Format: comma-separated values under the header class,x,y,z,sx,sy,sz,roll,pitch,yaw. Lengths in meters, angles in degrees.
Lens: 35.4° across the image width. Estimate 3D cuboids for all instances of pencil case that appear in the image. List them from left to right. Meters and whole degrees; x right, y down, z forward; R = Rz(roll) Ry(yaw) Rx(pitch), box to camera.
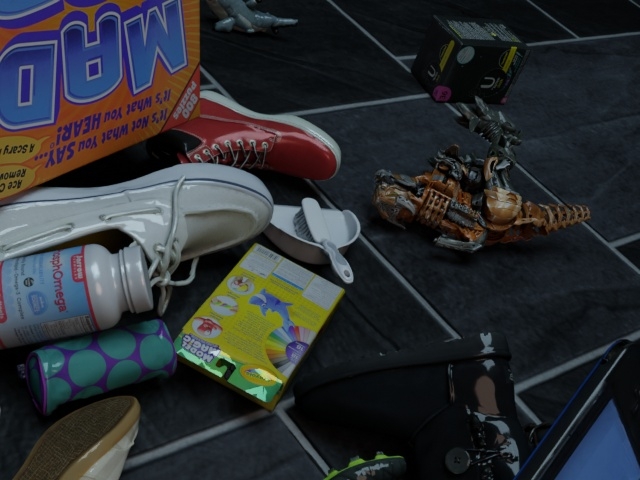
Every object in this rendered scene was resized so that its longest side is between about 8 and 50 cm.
class,x,y,z,sx,sy,sz,roll,pitch,yaw
pencil case,-0.221,0.127,1.011,0.152,0.070,0.064,-13,41,-37

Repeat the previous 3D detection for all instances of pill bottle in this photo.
class,x,y,z,sx,sy,sz,roll,pitch,yaw
pill bottle,-0.251,0.052,0.990,0.160,0.087,0.087,-11,43,-5

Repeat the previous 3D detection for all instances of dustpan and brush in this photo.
class,x,y,z,sx,sy,sz,roll,pitch,yaw
dustpan and brush,0.000,0.000,1.294,0.147,0.060,0.211,4,40,-23

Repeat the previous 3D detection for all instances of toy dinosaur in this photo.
class,x,y,z,sx,sy,sz,roll,pitch,yaw
toy dinosaur,0.230,-0.062,1.462,0.322,0.164,0.218,24,47,-29

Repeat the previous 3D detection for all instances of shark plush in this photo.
class,x,y,z,sx,sy,sz,roll,pitch,yaw
shark plush,-0.120,-0.388,1.719,0.161,0.067,0.073,19,36,-5

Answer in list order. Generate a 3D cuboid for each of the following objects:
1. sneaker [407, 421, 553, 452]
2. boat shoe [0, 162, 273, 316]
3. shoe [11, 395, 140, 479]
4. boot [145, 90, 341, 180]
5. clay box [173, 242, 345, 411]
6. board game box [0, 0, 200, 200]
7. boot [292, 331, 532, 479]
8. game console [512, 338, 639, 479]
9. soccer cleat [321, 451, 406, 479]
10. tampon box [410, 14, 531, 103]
class,x,y,z,sx,sy,sz,roll,pitch,yaw
sneaker,0.201,0.216,1.076,0.222,0.118,0.083,30,37,10
boat shoe,-0.207,0.010,1.115,0.367,0.135,0.156,-5,44,-27
shoe,-0.231,0.217,0.914,0.077,0.058,0.219,0,25,23
boot,-0.105,-0.112,1.366,0.244,0.088,0.176,19,36,10
clay box,-0.071,0.101,1.136,0.128,0.053,0.222,28,38,7
board game box,-0.387,-0.301,1.156,0.356,0.356,0.356,20,32,28
boot,0.098,0.218,1.023,0.247,0.094,0.207,-14,67,14
game console,0.298,0.284,0.905,0.173,0.250,0.293,16,56,46
soccer cleat,0.007,0.259,0.950,0.179,0.060,0.072,-21,63,-14
tampon box,0.268,-0.323,1.793,0.161,0.120,0.101,-4,43,-31
